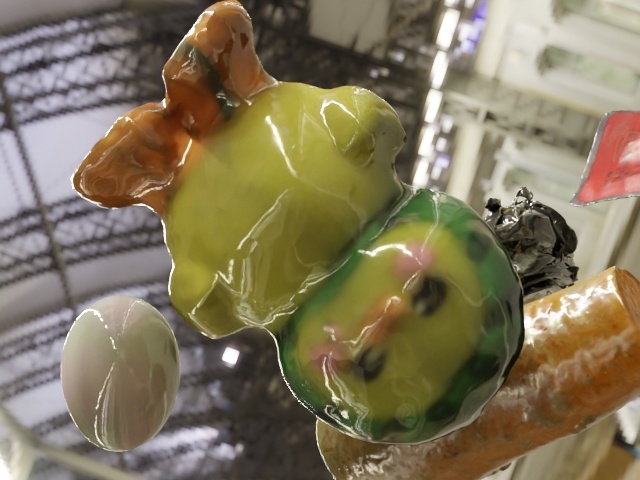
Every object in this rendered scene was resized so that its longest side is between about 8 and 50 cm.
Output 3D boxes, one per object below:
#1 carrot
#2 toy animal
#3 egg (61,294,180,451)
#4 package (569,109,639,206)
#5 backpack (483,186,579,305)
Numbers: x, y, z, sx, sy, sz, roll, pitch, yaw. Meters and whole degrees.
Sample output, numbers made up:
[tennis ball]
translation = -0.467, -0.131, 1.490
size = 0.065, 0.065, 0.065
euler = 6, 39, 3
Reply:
[carrot]
translation = 0.133, 0.122, 1.259
size = 0.302, 0.139, 0.139
euler = -32, 11, 27
[toy animal]
translation = 0.002, 0.001, 1.138
size = 0.216, 0.338, 0.191
euler = -49, -7, 6
[egg]
translation = -0.173, 0.114, 1.340
size = 0.103, 0.103, 0.135
euler = 63, -155, -79
[package]
translation = 0.399, -0.090, 1.564
size = 0.194, 0.269, 0.071
euler = -48, -42, -55
[backpack]
translation = 0.175, 0.028, 1.666
size = 0.206, 0.133, 0.258
euler = -28, -7, 14
